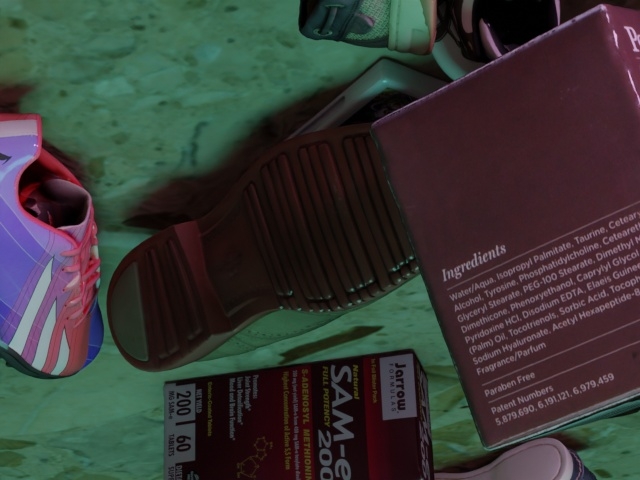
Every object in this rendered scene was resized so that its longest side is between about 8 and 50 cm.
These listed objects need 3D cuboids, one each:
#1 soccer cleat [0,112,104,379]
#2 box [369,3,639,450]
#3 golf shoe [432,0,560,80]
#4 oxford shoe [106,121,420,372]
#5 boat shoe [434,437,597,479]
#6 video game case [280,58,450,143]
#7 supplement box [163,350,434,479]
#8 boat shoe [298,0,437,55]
[{"bbox_3d":[-0.206,0.011,1.257,0.116,0.108,0.318,-12,148,9],"label":"soccer cleat"},{"bbox_3d":[0.165,-0.006,0.987,0.167,0.203,0.168,-26,168,33],"label":"box"},{"bbox_3d":[0.102,-0.130,1.028,0.077,0.093,0.198,-3,153,-1],"label":"golf shoe"},{"bbox_3d":[0.000,0.000,1.223,0.348,0.123,0.130,-21,168,39],"label":"oxford shoe"},{"bbox_3d":[0.169,0.279,1.790,0.254,0.095,0.079,-30,131,26],"label":"boat shoe"},{"bbox_3d":[0.071,-0.056,1.236,0.190,0.022,0.173,17,146,-30],"label":"video game case"},{"bbox_3d":[-0.020,0.186,1.560,0.239,0.130,0.073,-9,150,10],"label":"supplement box"},{"bbox_3d":[0.011,-0.184,0.915,0.092,0.102,0.285,-9,157,3],"label":"boat shoe"}]
